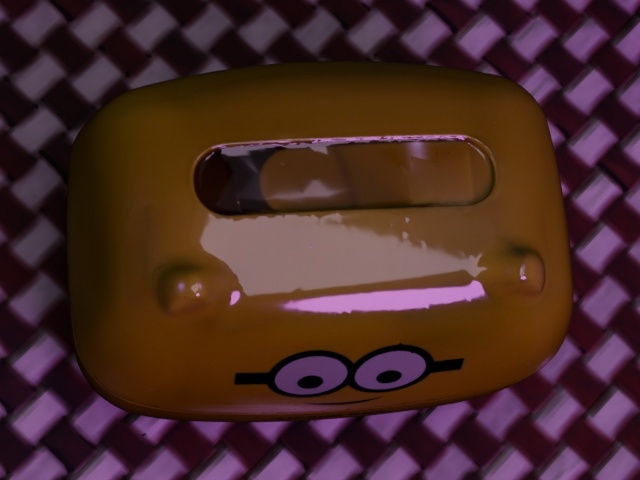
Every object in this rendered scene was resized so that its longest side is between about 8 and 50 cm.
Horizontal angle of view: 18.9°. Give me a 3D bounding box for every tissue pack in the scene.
[{"bbox_3d":[0.000,0.000,0.680,0.178,0.127,0.123,-2,73,-11],"label":"tissue pack"}]
